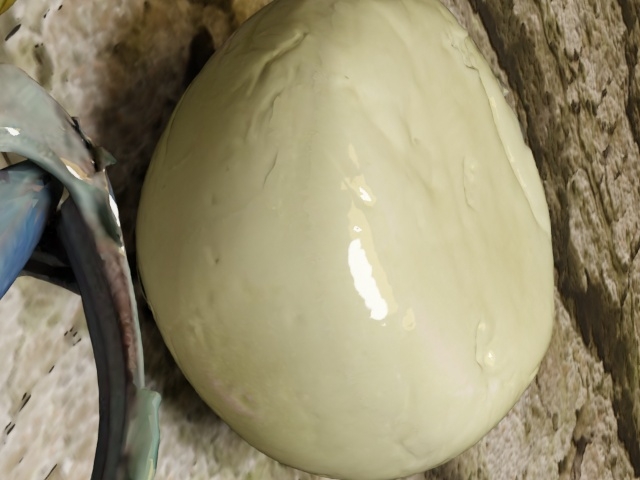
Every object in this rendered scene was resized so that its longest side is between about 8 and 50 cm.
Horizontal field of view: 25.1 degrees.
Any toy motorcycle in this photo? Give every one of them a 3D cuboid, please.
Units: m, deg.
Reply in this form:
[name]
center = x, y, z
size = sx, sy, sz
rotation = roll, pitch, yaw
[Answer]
[toy motorcycle]
center = -0.196, 0.069, 0.598
size = 0.182, 0.241, 0.319
rotation = 69, 37, -55

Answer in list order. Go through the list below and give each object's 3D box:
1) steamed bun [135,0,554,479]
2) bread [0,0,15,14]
[steamed bun]
center = 0.000, 0.000, 0.987
size = 0.312, 0.233, 0.334
rotation = -27, 100, -57
[bread]
center = -0.193, -0.176, 0.704
size = 0.268, 0.129, 0.152
rotation = -101, -162, -74
